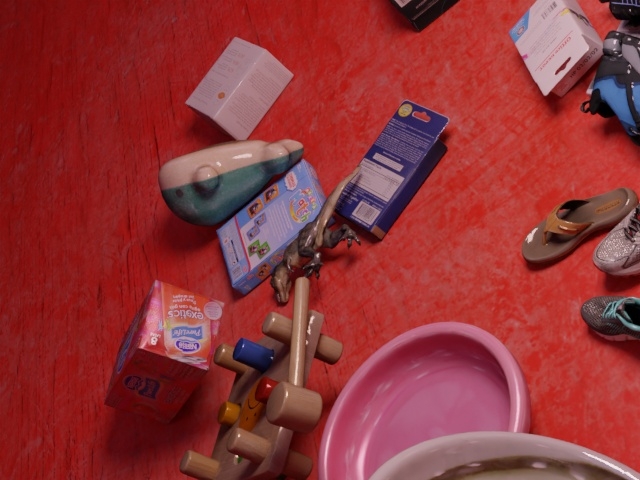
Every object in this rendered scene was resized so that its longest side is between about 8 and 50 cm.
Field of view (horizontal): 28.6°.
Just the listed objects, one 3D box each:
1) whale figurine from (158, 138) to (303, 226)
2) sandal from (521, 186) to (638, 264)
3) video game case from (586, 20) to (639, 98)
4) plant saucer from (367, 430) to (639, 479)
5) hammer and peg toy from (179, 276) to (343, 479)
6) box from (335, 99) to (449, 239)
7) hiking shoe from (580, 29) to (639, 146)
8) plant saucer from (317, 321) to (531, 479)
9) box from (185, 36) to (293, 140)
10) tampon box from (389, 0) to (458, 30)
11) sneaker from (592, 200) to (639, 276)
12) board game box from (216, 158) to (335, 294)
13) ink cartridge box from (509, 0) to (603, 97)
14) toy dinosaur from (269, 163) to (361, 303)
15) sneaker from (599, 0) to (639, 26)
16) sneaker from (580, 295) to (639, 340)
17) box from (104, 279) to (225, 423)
[{"bbox_3d":[-0.158,-0.107,2.275,0.272,0.141,0.216,-12,8,22],"label":"whale figurine"},{"bbox_3d":[0.354,-0.029,1.752,0.180,0.049,0.072,-29,43,26],"label":"sandal"},{"bbox_3d":[0.500,-0.276,1.829,0.190,0.022,0.173,12,69,49],"label":"video game case"},{"bbox_3d":[0.228,0.366,1.387,0.400,0.400,0.101,-133,41,-52],"label":"plant saucer"},{"bbox_3d":[-0.060,0.225,1.818,0.361,0.127,0.266,-35,34,56],"label":"hammer and peg toy"},{"bbox_3d":[0.120,-0.120,2.074,0.225,0.036,0.136,-55,38,-2],"label":"box"},{"bbox_3d":[0.481,-0.178,1.699,0.304,0.113,0.132,46,122,55],"label":"hiking shoe"},{"bbox_3d":[0.147,0.273,1.689,0.332,0.084,0.332,-26,44,28],"label":"plant saucer"},{"bbox_3d":[-0.159,-0.294,2.459,0.170,0.091,0.130,-53,38,-3],"label":"box"},{"bbox_3d":[0.174,-0.481,2.264,0.120,0.101,0.161,-37,39,16],"label":"tampon box"},{"bbox_3d":[0.440,-0.045,1.641,0.225,0.092,0.088,-44,38,10],"label":"sneaker"},{"bbox_3d":[-0.081,-0.025,2.201,0.211,0.039,0.160,-39,39,16],"label":"board game box"},{"bbox_3d":[0.368,-0.296,1.931,0.104,0.061,0.181,-48,35,28],"label":"ink cartridge box"},{"bbox_3d":[0.000,0.000,2.046,0.268,0.064,0.118,-54,32,9],"label":"toy dinosaur"},{"bbox_3d":[0.479,-0.340,1.826,0.090,0.081,0.232,-44,32,13],"label":"sneaker"},{"bbox_3d":[0.392,0.093,1.590,0.166,0.076,0.065,13,69,50],"label":"sneaker"},{"bbox_3d":[-0.258,0.186,2.053,0.257,0.122,0.128,128,157,-55],"label":"box"}]
